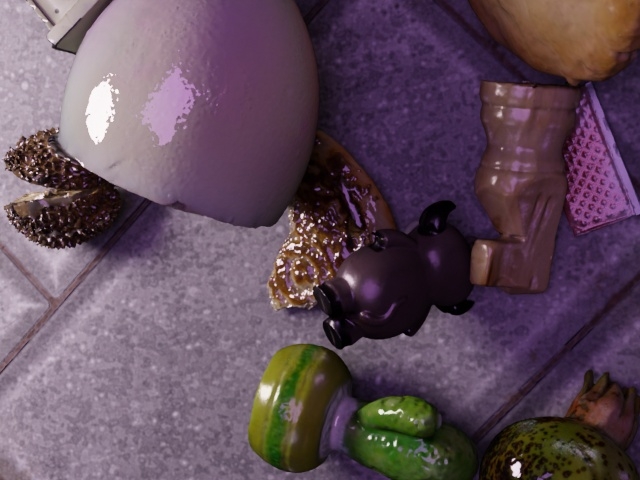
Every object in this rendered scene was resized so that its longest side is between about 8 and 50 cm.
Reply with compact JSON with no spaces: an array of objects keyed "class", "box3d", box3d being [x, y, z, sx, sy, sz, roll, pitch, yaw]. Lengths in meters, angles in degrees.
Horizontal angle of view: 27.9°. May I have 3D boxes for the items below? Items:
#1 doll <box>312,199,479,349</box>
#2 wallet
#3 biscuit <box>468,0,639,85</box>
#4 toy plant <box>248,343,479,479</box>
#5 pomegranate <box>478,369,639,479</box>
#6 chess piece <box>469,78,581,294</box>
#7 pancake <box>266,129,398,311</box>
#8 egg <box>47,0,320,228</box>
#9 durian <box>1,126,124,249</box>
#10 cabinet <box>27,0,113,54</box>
[{"class":"doll","box3d":[0.115,0.056,1.779,0.117,0.257,0.182,26,139,49]},{"class":"wallet","box3d":[0.366,-0.111,1.791,0.103,0.020,0.196,-23,86,16]},{"class":"biscuit","box3d":[0.270,-0.410,1.633,0.104,0.429,0.446,-26,109,-23]},{"class":"toy plant","box3d":[0.071,0.264,1.799,0.316,0.224,0.184,17,57,14]},{"class":"pomegranate","box3d":[0.344,0.317,1.733,0.222,0.277,0.204,11,119,45]},{"class":"chess piece","box3d":[0.275,-0.071,1.761,0.137,0.137,0.300,6,101,16]},{"class":"pancake","box3d":[0.000,0.000,1.898,0.244,0.057,0.266,-43,76,22]},{"class":"egg","box3d":[-0.156,-0.230,1.762,0.355,0.354,0.339,25,102,14]},{"class":"durian","box3d":[-0.385,-0.083,1.958,0.196,0.167,0.196,0,111,-1]},{"class":"cabinet","box3d":[-0.332,-0.470,1.880,0.290,0.227,0.318,-44,76,14]}]
